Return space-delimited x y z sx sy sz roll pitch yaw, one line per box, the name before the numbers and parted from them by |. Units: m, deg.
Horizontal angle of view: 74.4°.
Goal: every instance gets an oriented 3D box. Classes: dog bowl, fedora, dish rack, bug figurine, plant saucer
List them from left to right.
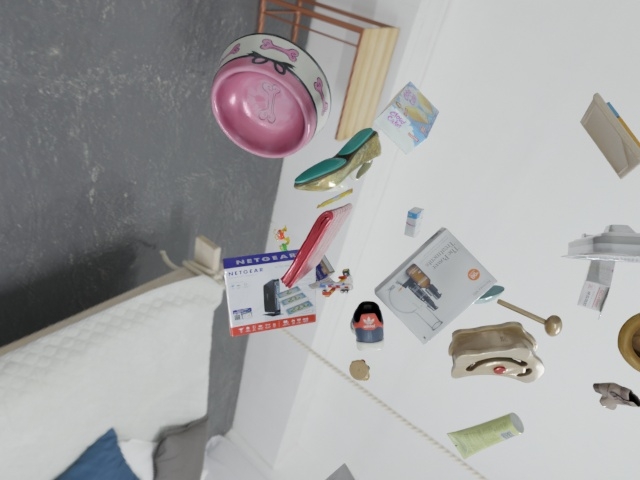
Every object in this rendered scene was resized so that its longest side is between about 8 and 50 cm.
dog bowl | -0.177 -0.448 1.392 0.407 0.408 0.150 87 18 -50
bug figurine | -0.173 0.075 2.145 0.072 0.278 0.216 -15 160 -6
plant saucer | 0.680 0.234 1.784 0.195 0.195 0.037 -20 98 -53
dish rack | 0.732 0.015 0.957 0.333 0.286 0.072 13 80 -71
fedora | 0.881 0.264 1.103 0.194 0.194 0.079 -63 164 9

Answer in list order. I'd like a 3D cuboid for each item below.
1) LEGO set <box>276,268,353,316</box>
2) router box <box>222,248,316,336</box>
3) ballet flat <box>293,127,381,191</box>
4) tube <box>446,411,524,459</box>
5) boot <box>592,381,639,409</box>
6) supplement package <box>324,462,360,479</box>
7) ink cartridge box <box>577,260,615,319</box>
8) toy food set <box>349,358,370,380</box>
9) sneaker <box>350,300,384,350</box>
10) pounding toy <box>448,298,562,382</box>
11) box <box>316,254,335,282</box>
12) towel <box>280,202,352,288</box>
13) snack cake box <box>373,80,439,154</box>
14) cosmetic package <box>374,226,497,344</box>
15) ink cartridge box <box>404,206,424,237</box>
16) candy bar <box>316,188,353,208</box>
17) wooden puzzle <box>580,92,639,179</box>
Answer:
LEGO set | -0.008 0.137 1.276 0.244 0.182 0.060 -19 106 -13
router box | -0.188 0.195 1.595 0.336 0.082 0.301 -7 118 -13
ballet flat | 0.069 -0.216 1.277 0.348 0.123 0.123 -42 150 -28
tube | 0.505 0.598 1.299 0.062 0.070 0.240 26 129 -25
boot | 0.721 0.382 1.015 0.118 0.087 0.042 42 69 -20
supplement package | 0.121 0.956 1.445 0.175 0.177 0.293 -38 115 -10
ink cartridge box | 0.789 0.126 1.208 0.181 0.062 0.104 -47 140 -38
toy food set | 0.152 0.503 1.639 0.020 0.083 0.082 6 82 -66
sneaker | 0.176 0.288 1.570 0.350 0.131 0.148 -115 -159 -86
pounding toy | 0.452 0.252 1.047 0.154 0.270 0.154 -81 151 -47
box | -0.035 0.129 1.749 0.037 0.136 0.225 -20 160 -37
towel | 0.000 0.000 1.010 0.198 0.031 0.275 -58 173 15
snack cake box | 0.288 -0.407 1.384 0.089 0.152 0.264 -39 -168 40
cosmetic package | 0.444 0.177 1.655 0.377 0.284 0.097 -44 -178 9
ink cartridge box | 0.438 -0.086 1.973 0.088 0.052 0.122 -29 129 -51
candy bar | 0.058 -0.162 1.628 0.162 0.018 0.040 -25 -164 20
wooden puzzle | 0.839 -0.297 1.210 0.044 0.220 0.239 -30 163 20
